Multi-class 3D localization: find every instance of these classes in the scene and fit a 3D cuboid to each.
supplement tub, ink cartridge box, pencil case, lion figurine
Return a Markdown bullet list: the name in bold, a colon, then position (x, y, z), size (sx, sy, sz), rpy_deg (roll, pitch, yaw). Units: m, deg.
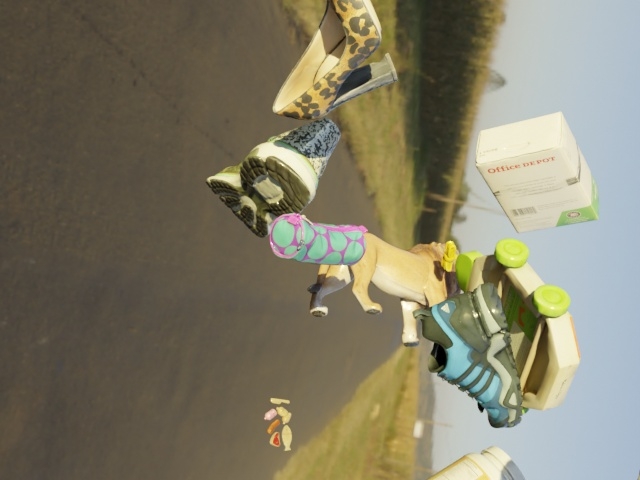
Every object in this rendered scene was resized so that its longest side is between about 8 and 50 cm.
- **supplement tub**: position (0.255, 0.465, 1.430), size (0.144, 0.200, 0.144), rpy_deg (55, -18, 27)
- **ink cartridge box**: position (0.401, -0.120, 1.497), size (0.219, 0.160, 0.092), rpy_deg (49, 43, -40)
- **pencil case**: position (0.000, 0.000, 1.195), size (0.152, 0.064, 0.070), rpy_deg (8, 119, -48)
- **lion figurine**: position (0.138, 0.064, 1.600), size (0.142, 0.392, 0.240), rpy_deg (-26, -132, 44)

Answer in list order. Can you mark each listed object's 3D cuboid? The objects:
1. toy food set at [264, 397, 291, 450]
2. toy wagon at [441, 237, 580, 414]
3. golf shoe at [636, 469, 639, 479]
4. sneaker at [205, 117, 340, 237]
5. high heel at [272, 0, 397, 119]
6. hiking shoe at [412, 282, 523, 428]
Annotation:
- **toy food set**: position (-0.106, 0.453, 2.000), size (0.019, 0.078, 0.122), rpy_deg (-22, -121, 48)
- **toy wagon**: position (0.317, 0.122, 1.402), size (0.344, 0.068, 0.267), rpy_deg (-119, -154, -44)
- **golf shoe**: position (0.351, 0.342, 0.789), size (0.140, 0.115, 0.306), rpy_deg (148, -39, -76)
- **sneaker**: position (-0.073, -0.123, 1.498), size (0.182, 0.158, 0.410), rpy_deg (-45, -166, -22)
- **high heel**: position (-0.011, -0.265, 1.101), size (0.261, 0.186, 0.093), rpy_deg (58, 13, -54)
- **hiking shoe**: position (0.235, 0.188, 1.270), size (0.113, 0.132, 0.304), rpy_deg (-90, 163, -52)
